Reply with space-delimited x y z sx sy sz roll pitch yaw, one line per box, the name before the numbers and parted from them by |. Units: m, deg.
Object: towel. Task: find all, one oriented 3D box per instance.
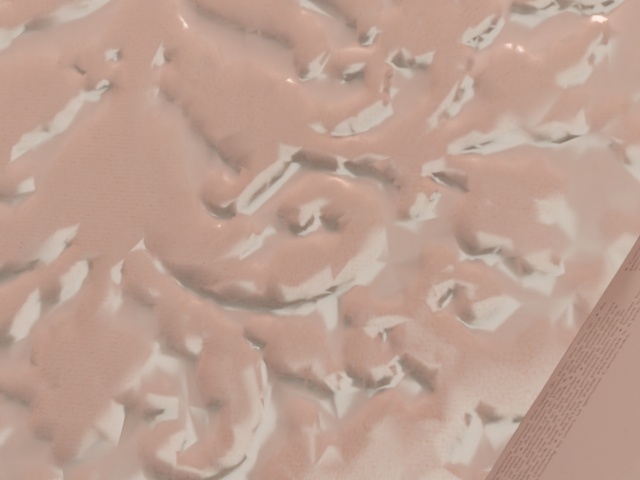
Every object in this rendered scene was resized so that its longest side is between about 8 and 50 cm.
towel | 0.000 0.000 0.679 0.332 0.053 0.317 3 72 17

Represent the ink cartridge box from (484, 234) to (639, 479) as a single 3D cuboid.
ink cartridge box | 0.180 0.122 0.516 0.272 0.130 0.309 35 82 -9
